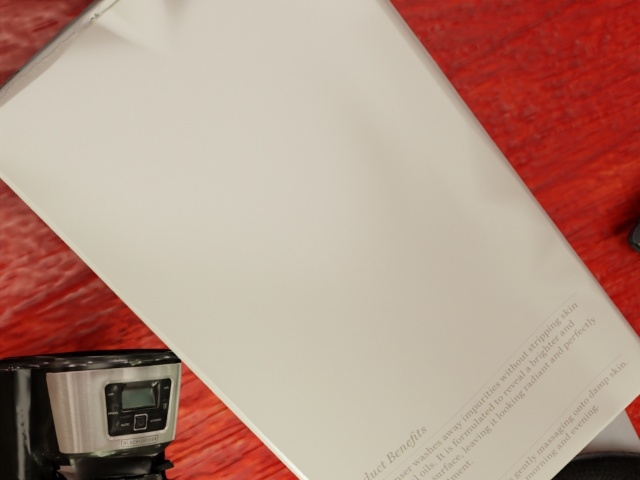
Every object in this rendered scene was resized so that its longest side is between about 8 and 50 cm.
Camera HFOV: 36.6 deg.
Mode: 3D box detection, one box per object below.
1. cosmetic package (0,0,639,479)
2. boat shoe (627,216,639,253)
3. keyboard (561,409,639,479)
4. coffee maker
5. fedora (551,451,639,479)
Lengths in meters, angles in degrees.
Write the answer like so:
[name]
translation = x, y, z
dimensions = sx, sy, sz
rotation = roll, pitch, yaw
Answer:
[cosmetic package]
translation = 0.000, 0.000, 0.587
dimensions = 0.217, 0.156, 0.385
rotation = -41, 108, -5
[boat shoe]
translation = 0.340, 0.055, 0.757
dimensions = 0.254, 0.095, 0.079
rotation = 44, 80, -19
[keyboard]
translation = 0.240, 0.199, 0.788
dimensions = 0.072, 0.014, 0.256
rotation = -32, 107, -8
[coffee maker]
translation = -0.152, 0.155, 0.568
dimensions = 0.171, 0.120, 0.178
rotation = -8, 81, 22
[fedora]
translation = 0.220, 0.321, 0.713
dimensions = 0.334, 0.152, 0.334
rotation = -3, 100, -17
